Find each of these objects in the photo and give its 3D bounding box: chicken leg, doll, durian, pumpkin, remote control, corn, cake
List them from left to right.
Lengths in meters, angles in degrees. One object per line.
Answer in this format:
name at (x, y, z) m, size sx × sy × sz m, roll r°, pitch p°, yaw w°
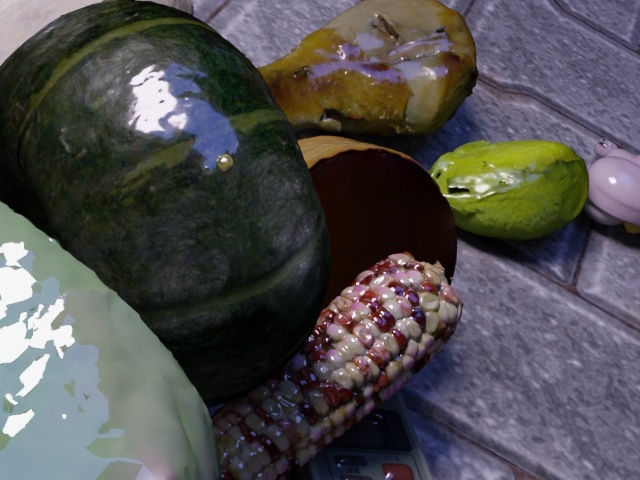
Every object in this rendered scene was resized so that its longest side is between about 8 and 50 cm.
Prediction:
pumpkin at (-0.128, -0.020, 0.962) m, size 0.207 × 0.300 × 0.300 m, roll -24°, pitch 58°, yaw -22°
corn at (-0.001, 0.108, 1.040) m, size 0.280 × 0.092 × 0.092 m, roll -37°, pitch 69°, yaw -24°
cake at (0.000, 0.000, 1.183) m, size 0.207 × 0.185 × 0.178 m, roll -2°, pitch 10°, yaw -33°
chicken leg at (0.011, -0.170, 1.436) m, size 0.429 × 0.153 × 0.201 m, roll -18°, pitch 44°, yaw -37°
remote control at (0.049, 0.223, 1.046) m, size 0.123 × 0.038 × 0.285 m, roll 8°, pitch 40°, yaw -28°
durian at (0.206, -0.055, 1.451) m, size 0.139 × 0.101 × 0.250 m, roll 10°, pitch 19°, yaw 40°
doll at (0.392, 0.011, 1.496) m, size 0.160 × 0.094 × 0.365 m, roll 4°, pitch 43°, yaw -27°

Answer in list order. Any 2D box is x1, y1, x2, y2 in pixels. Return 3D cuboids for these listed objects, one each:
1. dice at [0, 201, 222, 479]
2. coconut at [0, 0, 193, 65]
dice at (-0.255, 0.157, 0.628) m, size 0.322 × 0.330 × 0.318 m, roll 32°, pitch 55°, yaw 10°
coconut at (-0.252, -0.183, 1.181) m, size 0.266 × 0.237 × 0.237 m, roll -41°, pitch 68°, yaw -10°
